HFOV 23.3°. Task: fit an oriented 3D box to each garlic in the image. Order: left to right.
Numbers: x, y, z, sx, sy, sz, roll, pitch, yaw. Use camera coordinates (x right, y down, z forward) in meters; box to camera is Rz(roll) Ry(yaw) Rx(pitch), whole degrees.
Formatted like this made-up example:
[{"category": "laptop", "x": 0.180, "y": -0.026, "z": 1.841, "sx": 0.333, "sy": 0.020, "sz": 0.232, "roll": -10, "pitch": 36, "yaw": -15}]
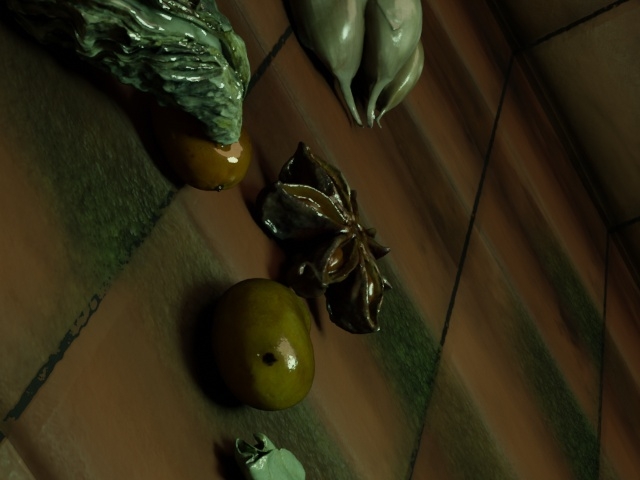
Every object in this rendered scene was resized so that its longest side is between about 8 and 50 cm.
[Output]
[{"category": "garlic", "x": 0.052, "y": -0.319, "z": 2.366, "sx": 0.237, "sy": 0.210, "sz": 0.292, "roll": 94, "pitch": -12, "yaw": -48}]

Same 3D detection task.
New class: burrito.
[{"category": "burrito", "x": -0.054, "y": 0.234, "z": 1.577, "sx": 0.118, "sy": 0.044, "sz": 0.074, "roll": 49, "pitch": 29, "yaw": -43}]

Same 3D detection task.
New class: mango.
[{"category": "mango", "x": -0.144, "y": -0.124, "z": 1.713, "sx": 0.105, "sy": 0.084, "sz": 0.159, "roll": -15, "pitch": 65, "yaw": -53}, {"category": "mango", "x": -0.056, "y": 0.103, "z": 1.649, "sx": 0.136, "sy": 0.099, "sz": 0.227, "roll": 57, "pitch": 14, "yaw": -10}]

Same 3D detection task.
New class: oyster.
[{"category": "oyster", "x": -0.187, "y": -0.216, "z": 1.571, "sx": 0.351, "sy": 0.158, "sz": 0.162, "roll": 40, "pitch": 23, "yaw": -35}]

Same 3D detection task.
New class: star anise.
[{"category": "star anise", "x": 0.000, "y": 0.006, "z": 1.905, "sx": 0.214, "sy": 0.099, "sz": 0.220, "roll": 39, "pitch": 35, "yaw": -24}]
